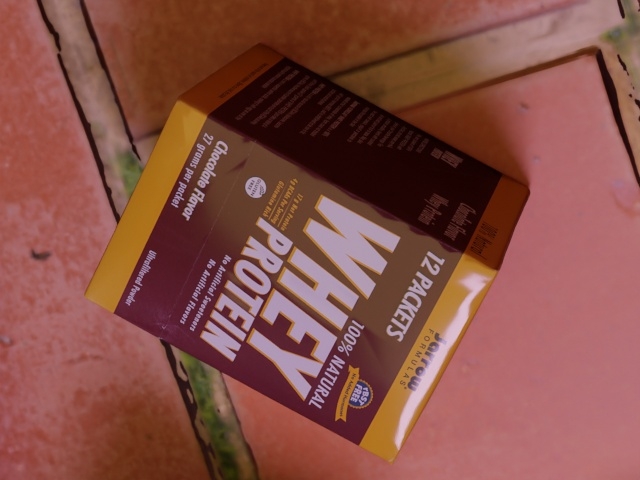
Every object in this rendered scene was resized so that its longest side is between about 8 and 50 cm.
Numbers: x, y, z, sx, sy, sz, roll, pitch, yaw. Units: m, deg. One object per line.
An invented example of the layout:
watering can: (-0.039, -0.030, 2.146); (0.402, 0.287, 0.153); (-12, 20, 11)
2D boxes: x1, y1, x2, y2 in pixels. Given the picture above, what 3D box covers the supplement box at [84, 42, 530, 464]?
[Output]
supplement box: (0.000, 0.000, 1.094); (0.194, 0.191, 0.129); (28, 109, 3)
